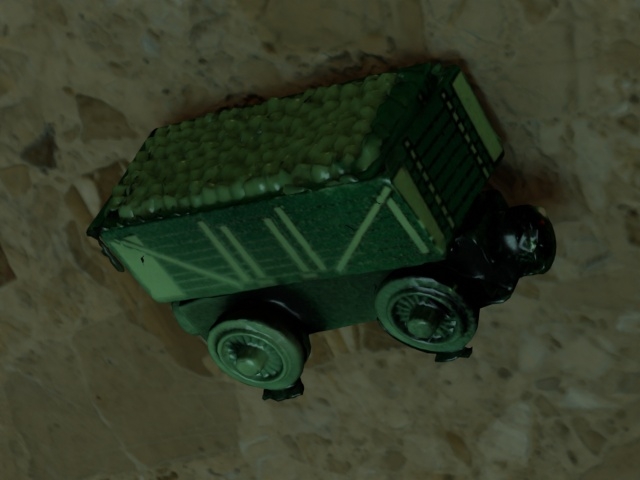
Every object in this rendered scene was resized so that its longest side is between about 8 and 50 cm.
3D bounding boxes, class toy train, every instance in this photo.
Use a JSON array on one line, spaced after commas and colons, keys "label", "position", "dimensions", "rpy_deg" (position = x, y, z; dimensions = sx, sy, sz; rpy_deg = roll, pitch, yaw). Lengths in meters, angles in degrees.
[{"label": "toy train", "position": [0.000, 0.000, 1.015], "dimensions": [0.269, 0.115, 0.154], "rpy_deg": [-9, 129, 40]}]
